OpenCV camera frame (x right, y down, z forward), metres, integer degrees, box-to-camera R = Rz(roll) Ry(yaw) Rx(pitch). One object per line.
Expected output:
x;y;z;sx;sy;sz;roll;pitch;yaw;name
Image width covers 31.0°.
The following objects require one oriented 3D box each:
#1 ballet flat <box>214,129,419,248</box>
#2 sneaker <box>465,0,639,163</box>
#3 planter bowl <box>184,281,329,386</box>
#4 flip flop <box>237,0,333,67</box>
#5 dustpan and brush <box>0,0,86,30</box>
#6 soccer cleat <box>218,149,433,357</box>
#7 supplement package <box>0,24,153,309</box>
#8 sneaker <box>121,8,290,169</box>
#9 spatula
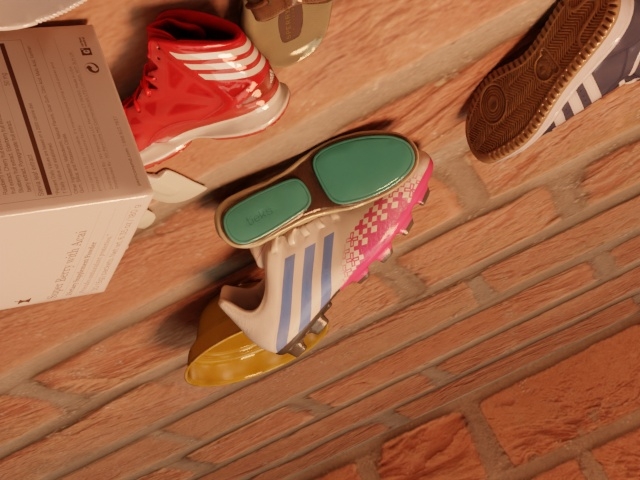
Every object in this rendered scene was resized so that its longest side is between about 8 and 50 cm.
-0.007;-0.063;1.340;0.248;0.086;0.086;-21;158;-2;ballet flat
0.292;-0.184;1.306;0.153;0.099;0.282;-4;149;-35;sneaker
-0.103;0.120;1.631;0.217;0.090;0.217;-19;158;-8;planter bowl
-0.026;-0.211;0.948;0.112;0.080;0.277;-20;158;-8;flip flop
-0.240;-0.183;0.827;0.211;0.060;0.147;-25;158;6;dustpan and brush
0.000;0.000;1.431;0.331;0.143;0.116;-51;-170;16;soccer cleat
-0.313;-0.045;0.919;0.292;0.175;0.177;-10;156;-30;supplement package
-0.149;-0.142;1.031;0.221;0.087;0.128;-17;131;17;sneaker
-0.246;-0.038;1.220;0.168;0.019;0.242;-30;158;19;spatula
